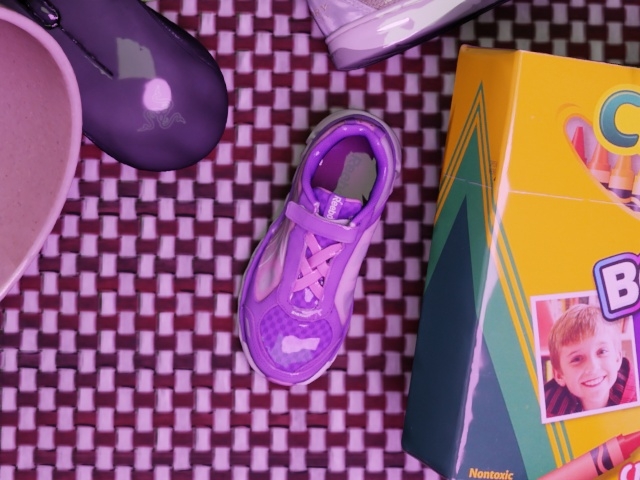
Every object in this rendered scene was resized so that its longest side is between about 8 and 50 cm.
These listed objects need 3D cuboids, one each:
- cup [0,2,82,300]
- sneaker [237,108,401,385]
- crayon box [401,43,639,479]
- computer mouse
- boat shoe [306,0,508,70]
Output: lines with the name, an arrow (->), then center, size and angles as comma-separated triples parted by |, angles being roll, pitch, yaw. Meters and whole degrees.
cup -> -0.380, -0.082, 1.454 | 0.237, 0.331, 0.331 | 37, 80, 30
sneaker -> 0.000, 0.000, 1.552 | 0.095, 0.104, 0.236 | 20, 83, -3
crayon box -> 0.263, 0.030, 1.482 | 0.363, 0.106, 0.313 | 6, 97, -23
computer mouse -> -0.197, -0.153, 1.557 | 0.272, 0.072, 0.188 | 36, 97, -2
boat shoe -> 0.138, -0.246, 1.591 | 0.320, 0.118, 0.103 | -27, 90, 0
